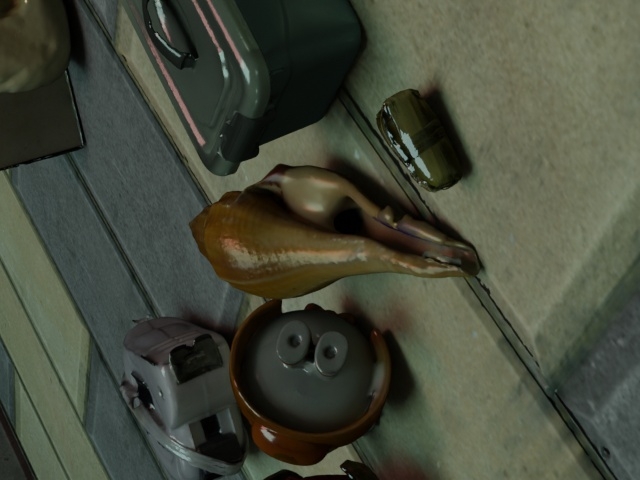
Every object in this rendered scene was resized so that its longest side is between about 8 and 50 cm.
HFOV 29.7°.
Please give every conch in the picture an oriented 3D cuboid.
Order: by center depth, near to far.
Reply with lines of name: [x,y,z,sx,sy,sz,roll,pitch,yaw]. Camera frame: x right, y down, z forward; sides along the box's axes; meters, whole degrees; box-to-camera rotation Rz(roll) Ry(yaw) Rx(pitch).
conch: [0.003,0.003,0.983,0.330,0.109,0.093,10,153,39]

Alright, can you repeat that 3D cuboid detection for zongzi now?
zongzi: [0.065,-0.066,0.864,0.076,0.040,0.083,62,166,1]

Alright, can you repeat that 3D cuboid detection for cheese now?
cheese: [-0.405,-0.305,1.468,0.248,0.174,0.251,59,148,24]

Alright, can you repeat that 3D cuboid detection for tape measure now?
tape measure: [-0.156,0.187,1.400,0.236,0.120,0.197,12,122,66]

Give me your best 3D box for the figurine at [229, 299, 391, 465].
figurine: [-0.010,0.126,1.071,0.271,0.143,0.143,71,174,-82]

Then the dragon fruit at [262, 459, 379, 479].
dragon fruit: [0.036,0.297,1.094,0.218,0.148,0.223,-21,89,35]

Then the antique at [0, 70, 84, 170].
antique: [-0.417,-0.180,1.610,0.152,0.147,0.148,24,127,58]

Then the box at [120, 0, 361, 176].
box: [-0.075,-0.180,0.944,0.227,0.130,0.162,63,155,16]
